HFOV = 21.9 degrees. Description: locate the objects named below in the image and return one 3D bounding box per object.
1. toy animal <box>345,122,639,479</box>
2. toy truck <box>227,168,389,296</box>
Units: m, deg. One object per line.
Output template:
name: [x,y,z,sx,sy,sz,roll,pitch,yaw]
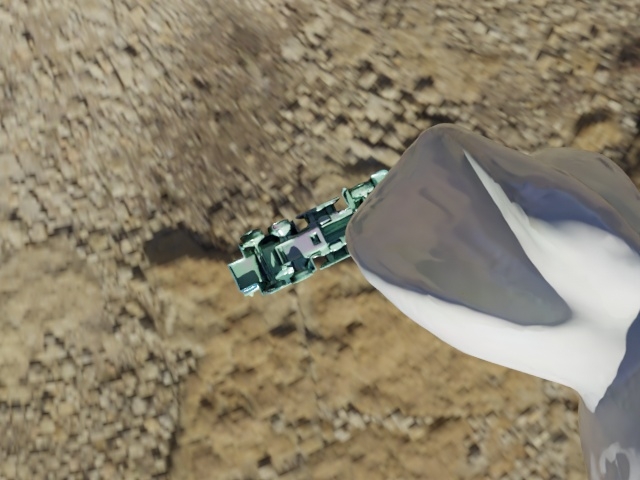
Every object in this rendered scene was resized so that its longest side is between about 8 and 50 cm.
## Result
toy animal: [0.145,0.103,0.571,0.247,0.183,0.310,4,114,27]
toy truck: [0.000,0.000,1.547,0.175,0.081,0.067,-26,85,-1]
